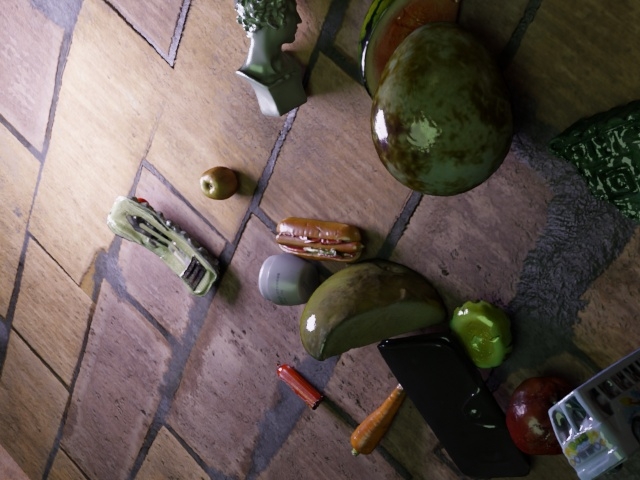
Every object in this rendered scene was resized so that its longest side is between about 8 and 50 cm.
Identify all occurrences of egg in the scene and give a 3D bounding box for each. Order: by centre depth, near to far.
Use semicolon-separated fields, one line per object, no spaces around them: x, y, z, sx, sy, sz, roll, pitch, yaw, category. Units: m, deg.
0.201;-0.218;1.460;0.238;0.238;0.289;-5;89;42;egg

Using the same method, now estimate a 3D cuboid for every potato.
0.070;0.138;1.731;0.270;0.255;0.112;12;119;37;potato

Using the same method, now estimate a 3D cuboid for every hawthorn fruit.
0.411;0.332;1.620;0.148;0.148;0.172;44;145;15;hawthorn fruit

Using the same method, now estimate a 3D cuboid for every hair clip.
-0.376;0.000;2.168;0.321;0.091;0.138;39;124;4;hair clip

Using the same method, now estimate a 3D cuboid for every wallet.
0.274;0.337;1.753;0.197;0.051;0.377;-14;116;46;wallet

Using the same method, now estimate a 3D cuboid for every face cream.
-0.070;0.087;1.925;0.104;0.117;0.117;8;116;29;face cream

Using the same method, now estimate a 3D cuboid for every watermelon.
0.126;-0.354;1.527;0.159;0.128;0.303;34;130;23;watermelon

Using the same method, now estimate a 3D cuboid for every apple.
-0.232;-0.128;1.987;0.084;0.071;0.083;18;122;31;apple

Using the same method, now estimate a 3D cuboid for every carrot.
0.137;0.392;1.949;0.061;0.061;0.256;41;121;18;carrot

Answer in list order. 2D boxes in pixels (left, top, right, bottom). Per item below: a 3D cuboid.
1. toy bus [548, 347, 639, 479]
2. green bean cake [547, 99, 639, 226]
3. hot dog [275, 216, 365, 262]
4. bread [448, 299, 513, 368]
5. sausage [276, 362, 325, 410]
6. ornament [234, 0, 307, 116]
0.493;0.258;1.376;0.136;0.330;0.109;56;135;18;toy bus
0.482;-0.105;1.363;0.193;0.107;0.208;-20;98;43;green bean cake
0.000;0.000;1.858;0.236;0.062;0.092;5;109;38;hot dog
0.311;0.177;1.671;0.130;0.071;0.139;-22;101;42;bread
-0.056;0.342;2.087;0.145;0.050;0.048;40;127;20;sausage
-0.104;-0.381;1.713;0.120;0.130;0.285;29;129;43;ornament
